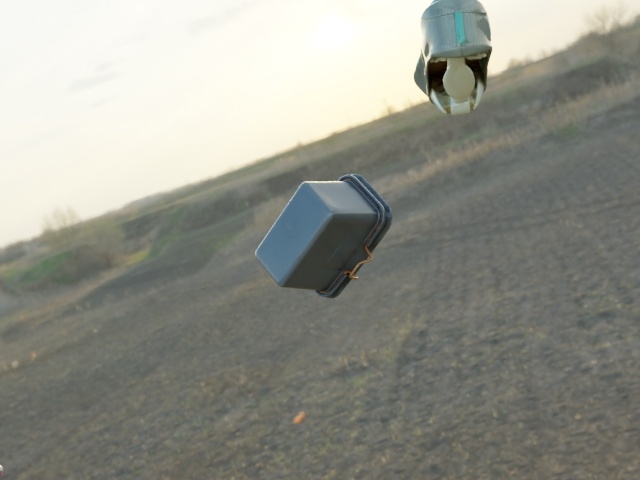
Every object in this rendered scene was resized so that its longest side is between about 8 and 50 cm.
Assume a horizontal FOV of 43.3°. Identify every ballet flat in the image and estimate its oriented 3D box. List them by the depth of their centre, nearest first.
[{"bbox_3d":[0.122,-0.151,0.745,0.072,0.068,0.213,-9,-12,8],"label":"ballet flat"}]

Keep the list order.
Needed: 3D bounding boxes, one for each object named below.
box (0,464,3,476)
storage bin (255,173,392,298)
[{"bbox_3d":[-0.426,0.213,0.692,0.232,0.127,0.148,33,-23,-36],"label":"box"},{"bbox_3d":[0.000,0.000,0.867,0.091,0.098,0.135,0,-48,-51],"label":"storage bin"}]
